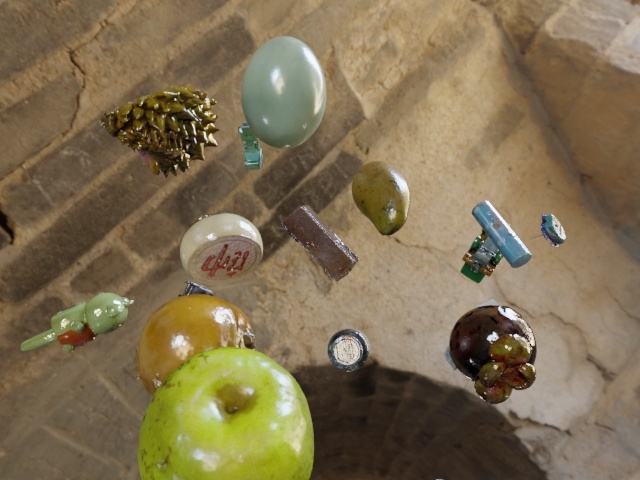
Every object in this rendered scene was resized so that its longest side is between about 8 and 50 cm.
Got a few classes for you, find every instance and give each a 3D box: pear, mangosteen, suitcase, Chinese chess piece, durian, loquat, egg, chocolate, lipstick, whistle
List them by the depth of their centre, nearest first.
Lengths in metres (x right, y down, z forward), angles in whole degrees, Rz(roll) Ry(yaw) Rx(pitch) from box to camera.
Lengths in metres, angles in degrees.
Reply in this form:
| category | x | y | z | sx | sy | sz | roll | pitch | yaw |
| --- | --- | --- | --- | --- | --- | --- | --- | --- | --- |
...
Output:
| category | x | y | z | sx | sy | sz | roll | pitch | yaw |
| --- | --- | --- | --- | --- | --- | --- | --- | --- | --- |
| egg | -0.064 | -0.259 | 0.849 | 0.149 | 0.150 | 0.192 | -2 | -88 | -59 |
| durian | -0.262 | -0.188 | 0.870 | 0.191 | 0.112 | 0.341 | -25 | 2 | -10 |
| lipstick | 0.380 | -0.015 | 1.020 | 0.048 | 0.157 | 0.048 | -16 | -38 | -12 |
| pear | -0.195 | 0.432 | 1.024 | 0.391 | 0.391 | 0.391 | -39 | -26 | -23 |
| mangosteen | 0.397 | 0.248 | 1.106 | 0.210 | 0.210 | 0.209 | -39 | -26 | -23 |
| whistle | -0.620 | 0.217 | 1.243 | 0.289 | 0.106 | 0.131 | -25 | 9 | -9 |
| loquat | -0.340 | 0.306 | 1.334 | 0.328 | 0.328 | 0.328 | -39 | -26 | -23 |
| Chinese chess piece | -0.326 | 0.031 | 1.596 | 0.270 | 0.112 | 0.269 | -15 | -38 | -12 |
| chocolate | 0.000 | 0.000 | 1.818 | 0.112 | 0.321 | 0.112 | -47 | -10 | 18 |
| suitcase | -0.510 | 0.224 | 1.990 | 0.126 | 0.059 | 0.086 | 33 | -103 | -35 |

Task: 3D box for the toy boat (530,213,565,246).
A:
| category | x | y | z | sx | sy | sz | roll | pitch | yaw |
| --- | --- | --- | --- | --- | --- | --- | --- | --- | --- |
| toy boat | 0.799 | -0.023 | 1.707 | 0.175 | 0.110 | 0.091 | 35 | -124 | -37 |

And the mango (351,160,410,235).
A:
| category | x | y | z | sx | sy | sz | roll | pitch | yaw |
| --- | --- | --- | --- | --- | --- | --- | --- | --- | --- |
| mango | 0.210 | -0.156 | 1.645 | 0.176 | 0.329 | 0.176 | 8 | -62 | -16 |

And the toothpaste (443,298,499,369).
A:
| category | x | y | z | sx | sy | sz | roll | pitch | yaw |
| --- | --- | --- | --- | --- | --- | --- | --- | --- | --- |
| toothpaste | 0.430 | 0.277 | 1.374 | 0.081 | 0.067 | 0.336 | -22 | -30 | -13 |

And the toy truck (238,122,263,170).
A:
| category | x | y | z | sx | sy | sz | roll | pitch | yaw |
| --- | --- | --- | --- | --- | --- | --- | --- | --- | --- |
| toy truck | -0.238 | -0.318 | 1.648 | 0.067 | 0.081 | 0.175 | -4 | -36 | 0 |

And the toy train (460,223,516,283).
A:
| category | x | y | z | sx | sy | sz | roll | pitch | yaw |
| --- | --- | --- | --- | --- | --- | --- | --- | --- | --- |
| toy train | 0.476 | 0.031 | 1.377 | 0.228 | 0.091 | 0.136 | -43 | -21 | -35 |

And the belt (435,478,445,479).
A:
| category | x | y | z | sx | sy | sz | roll | pitch | yaw |
| --- | --- | --- | --- | --- | --- | --- | --- | --- | --- |
| belt | 0.304 | 0.834 | 1.437 | 0.303 | 0.087 | 0.072 | -23 | -37 | -45 |

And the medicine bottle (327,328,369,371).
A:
| category | x | y | z | sx | sy | sz | roll | pitch | yaw |
| --- | --- | --- | --- | --- | --- | --- | --- | --- | --- |
| medicine bottle | 0.099 | 0.373 | 1.657 | 0.141 | 0.141 | 0.293 | -48 | -12 | -3 |
